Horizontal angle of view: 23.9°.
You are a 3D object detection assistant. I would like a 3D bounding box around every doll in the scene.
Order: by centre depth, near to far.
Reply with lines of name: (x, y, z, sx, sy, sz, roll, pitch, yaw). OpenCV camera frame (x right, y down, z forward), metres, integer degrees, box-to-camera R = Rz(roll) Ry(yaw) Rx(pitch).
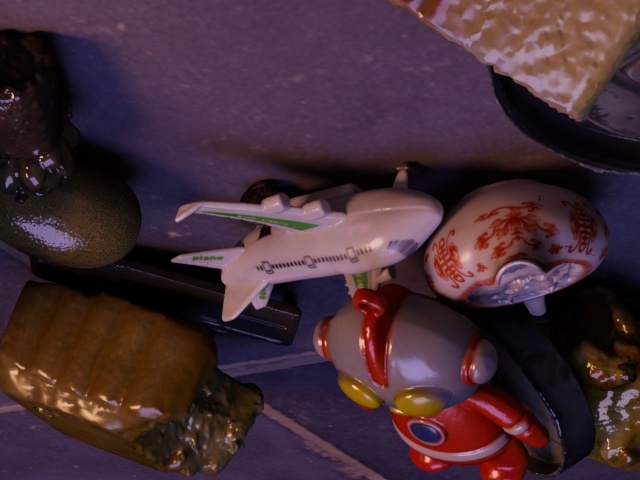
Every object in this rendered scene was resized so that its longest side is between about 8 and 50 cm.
doll: (0.095, 0.132, 1.366, 0.200, 0.105, 0.336, 10, 153, 27)

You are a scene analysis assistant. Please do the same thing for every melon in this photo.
melon: (-0.234, -0.031, 1.310, 0.162, 0.099, 0.099, 19, 150, -20)

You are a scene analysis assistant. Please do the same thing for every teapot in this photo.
teapot: (0.171, 0.011, 1.313, 0.159, 0.116, 0.245, -30, 157, 12)

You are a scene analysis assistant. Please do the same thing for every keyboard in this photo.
keyboard: (-0.105, 0.070, 1.496, 0.381, 0.041, 0.103, 22, 155, 2)

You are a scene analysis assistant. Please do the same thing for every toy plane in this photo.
toy plane: (0.000, -0.004, 1.328, 0.255, 0.101, 0.251, -21, 144, 34)

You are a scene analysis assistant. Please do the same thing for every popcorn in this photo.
popcorn: (0.306, 0.132, 1.489, 0.168, 0.173, 0.195, -21, 125, 11)

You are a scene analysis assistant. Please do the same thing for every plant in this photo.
plant: (-0.241, -0.096, 1.194, 0.094, 0.092, 0.143, -2, 145, -2)

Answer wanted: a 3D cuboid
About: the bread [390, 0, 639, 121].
bread: (0.113, -0.212, 0.901, 0.240, 0.135, 0.178, 33, 113, -4)

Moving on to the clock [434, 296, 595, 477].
clock: (0.179, 0.138, 1.484, 0.042, 0.215, 0.215, -35, 161, -20)

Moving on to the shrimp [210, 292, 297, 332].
shrimp: (-0.062, 0.066, 1.554, 0.091, 0.034, 0.161, 0, 162, -19)

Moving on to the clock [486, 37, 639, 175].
clock: (0.272, -0.141, 1.059, 0.313, 0.061, 0.312, 3, 153, 2)

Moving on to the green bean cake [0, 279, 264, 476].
green bean cake: (-0.193, 0.148, 1.542, 0.233, 0.124, 0.236, 16, 162, 19)
